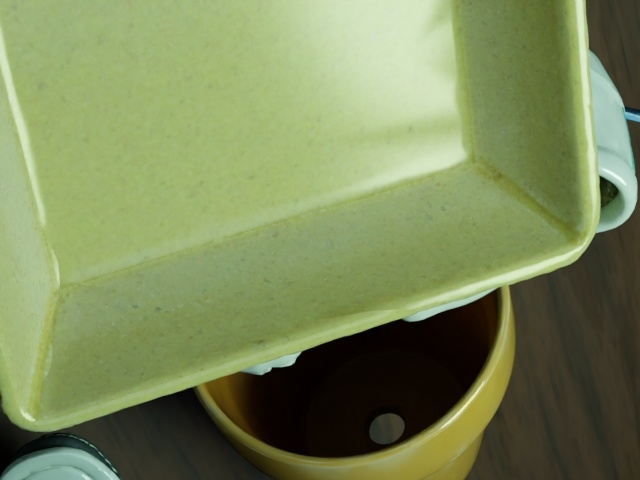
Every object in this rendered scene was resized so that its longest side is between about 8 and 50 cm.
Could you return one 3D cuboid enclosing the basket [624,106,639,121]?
[{"bbox_3d":[0.186,-0.218,1.112,0.254,0.201,0.289,6,105,-37],"label":"basket"}]

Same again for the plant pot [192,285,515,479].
[{"bbox_3d":[0.032,0.089,1.176,0.205,0.205,0.188,-44,150,-13],"label":"plant pot"}]

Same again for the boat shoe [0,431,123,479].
[{"bbox_3d":[-0.148,0.229,1.163,0.114,0.091,0.303,-7,125,-2],"label":"boat shoe"}]

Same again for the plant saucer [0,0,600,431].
[{"bbox_3d":[-0.035,-0.103,0.886,0.332,0.081,0.333,-17,120,-14],"label":"plant saucer"}]

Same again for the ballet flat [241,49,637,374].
[{"bbox_3d":[0.000,0.000,1.033,0.400,0.139,0.139,-20,129,-6],"label":"ballet flat"}]
